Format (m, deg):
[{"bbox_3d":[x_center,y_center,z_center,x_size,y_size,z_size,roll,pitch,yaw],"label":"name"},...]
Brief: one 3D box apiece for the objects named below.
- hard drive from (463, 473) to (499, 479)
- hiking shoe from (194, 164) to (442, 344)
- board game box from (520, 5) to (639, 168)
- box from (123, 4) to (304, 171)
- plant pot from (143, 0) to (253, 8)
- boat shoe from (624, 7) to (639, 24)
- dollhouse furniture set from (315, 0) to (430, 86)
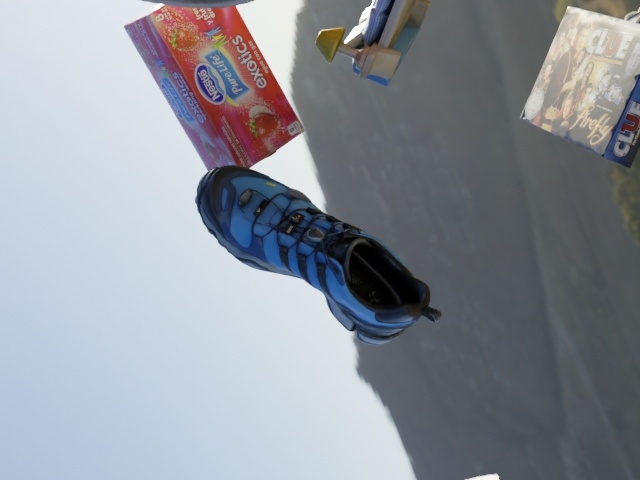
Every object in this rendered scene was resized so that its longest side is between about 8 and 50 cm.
[{"bbox_3d":[0.128,0.429,1.379,0.040,0.210,0.319,-58,-46,-81],"label":"hard drive"},{"bbox_3d":[0.000,0.000,1.465,0.304,0.113,0.132,33,156,-11],"label":"hiking shoe"},{"bbox_3d":[0.350,-0.200,1.609,0.042,0.165,0.243,19,-170,-21],"label":"board game box"},{"bbox_3d":[-0.151,-0.229,1.806,0.257,0.122,0.128,60,159,-15],"label":"box"},{"bbox_3d":[-0.173,-0.486,1.483,0.334,0.333,0.306,57,-139,-68],"label":"plant pot"},{"bbox_3d":[0.529,-0.345,1.950,0.127,0.341,0.158,32,-175,-26],"label":"boat shoe"},{"bbox_3d":[0.069,-0.386,1.466,0.286,0.198,0.303,112,-176,-46],"label":"dollhouse furniture set"}]
